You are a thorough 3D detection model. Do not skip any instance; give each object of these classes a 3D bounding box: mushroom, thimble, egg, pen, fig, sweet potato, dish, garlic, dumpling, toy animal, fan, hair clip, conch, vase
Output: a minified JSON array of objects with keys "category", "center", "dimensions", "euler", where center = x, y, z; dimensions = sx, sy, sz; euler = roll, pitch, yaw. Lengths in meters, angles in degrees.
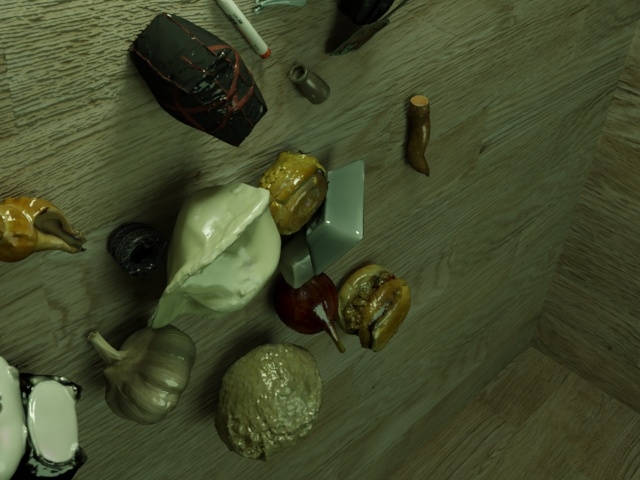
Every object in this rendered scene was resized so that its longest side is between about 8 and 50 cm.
[{"category":"mushroom","center":[0.000,0.000,2.060],"dimensions":[0.270,0.103,0.118],"euler":[-40,147,-37]},{"category":"thimble","center":[-0.350,0.017,1.593],"dimensions":[0.104,0.066,0.095],"euler":[-14,129,-46]},{"category":"egg","center":[-0.126,0.399,2.101],"dimensions":[0.310,0.279,0.279],"euler":[-65,153,-16]},{"category":"pen","center":[-0.145,-0.399,1.531],"dimensions":[0.026,0.026,0.218],"euler":[-54,150,-5]},{"category":"fig","center":[-0.015,0.172,2.093],"dimensions":[0.175,0.207,0.175],"euler":[-28,143,-24]},{"category":"sweet potato","center":[0.260,-0.265,2.225],"dimensions":[0.067,0.059,0.281],"euler":[-51,152,-35]},{"category":"dish","center":[0.018,-0.066,1.913],"dimensions":[0.080,0.243,0.182],"euler":[25,136,-25]},{"category":"garlic","center":[-0.380,0.252,1.690],"dimensions":[0.212,0.218,0.218],"euler":[32,91,-31]},{"category":"dumpling","center":[-0.231,0.050,1.632],"dimensions":[0.315,0.233,0.395],"euler":[-42,177,-31]},{"category":"toy animal","center":[-0.567,0.324,1.405],"dimensions":[0.250,0.251,0.310],"euler":[-58,142,1]},{"category":"fan","center":[0.113,-0.448,1.755],"dimensions":[0.220,0.009,0.132],"euler":[-32,179,39]},{"category":"hair clip","center":[-0.076,-0.449,1.575],"dimensions":[0.115,0.039,0.030],"euler":[-28,134,-37]},{"category":"conch","center":[-0.477,-0.017,1.365],"dimensions":[0.330,0.093,0.109],"euler":[27,78,-80]},{"category":"vase","center":[-0.024,-0.328,1.753],"dimensions":[0.053,0.053,0.101],"euler":[-57,147,0]}]

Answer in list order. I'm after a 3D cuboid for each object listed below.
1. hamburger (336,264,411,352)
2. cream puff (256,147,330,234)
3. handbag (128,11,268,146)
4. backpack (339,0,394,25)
[{"category":"hamburger","center":[0.153,0.189,2.410],"dimensions":[0.244,0.163,0.244],"euler":[-46,153,-32]},{"category":"cream puff","center":[-0.068,-0.112,1.815],"dimensions":[0.189,0.129,0.189],"euler":[-50,164,-20]},{"category":"handbag","center":[-0.200,-0.269,1.431],"dimensions":[0.155,0.169,0.215],"euler":[-54,151,-5]},{"category":"backpack","center":[0.103,-0.522,1.705],"dimensions":[0.120,0.106,0.165],"euler":[-25,159,-48]}]
